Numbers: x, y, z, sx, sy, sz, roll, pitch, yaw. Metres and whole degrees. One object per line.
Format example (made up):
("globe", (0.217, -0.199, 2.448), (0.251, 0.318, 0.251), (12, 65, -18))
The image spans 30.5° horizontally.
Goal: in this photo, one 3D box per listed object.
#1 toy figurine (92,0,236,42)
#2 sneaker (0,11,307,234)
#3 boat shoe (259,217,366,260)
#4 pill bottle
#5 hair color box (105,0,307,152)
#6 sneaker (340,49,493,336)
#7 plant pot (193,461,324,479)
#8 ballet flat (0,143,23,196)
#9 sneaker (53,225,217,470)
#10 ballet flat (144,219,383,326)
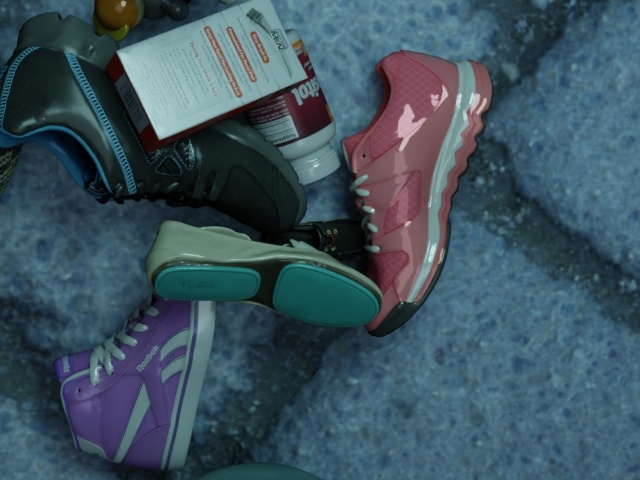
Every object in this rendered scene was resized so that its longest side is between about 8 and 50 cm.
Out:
("toy figurine", (-0.156, -0.307, 1.099), (0.148, 0.213, 0.209), (-41, 115, -44))
("sneaker", (-0.170, -0.079, 1.175), (0.341, 0.125, 0.139), (30, 62, -20))
("boat shoe", (0.000, 0.002, 1.298), (0.133, 0.042, 0.049), (-2, 99, -12))
("pill bottle", (-0.035, -0.138, 1.235), (0.086, 0.086, 0.152), (-24, 107, -4))
("hair color box", (-0.107, -0.160, 1.117), (0.167, 0.053, 0.093), (-26, 91, -24))
("sneaker", (0.075, -0.056, 1.262), (0.136, 0.116, 0.314), (17, 89, -11))
("plant pot", (-0.073, 0.365, 1.289), (0.293, 0.196, 0.293), (-2, 103, -9))
("ballet flat", (-0.534, -0.111, 1.126), (0.483, 0.164, 0.182), (11, 111, -16))
("sneaker", (-0.200, 0.111, 1.259), (0.161, 0.102, 0.282), (12, 101, -9))
("ballet flat", (-0.055, 0.027, 1.196), (0.248, 0.086, 0.086), (11, 101, -18))
